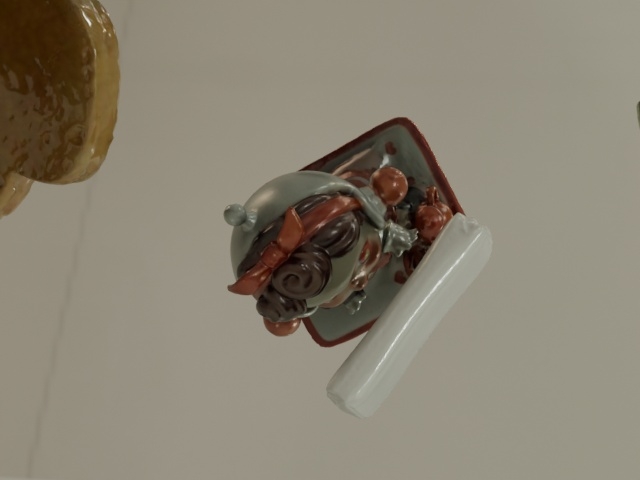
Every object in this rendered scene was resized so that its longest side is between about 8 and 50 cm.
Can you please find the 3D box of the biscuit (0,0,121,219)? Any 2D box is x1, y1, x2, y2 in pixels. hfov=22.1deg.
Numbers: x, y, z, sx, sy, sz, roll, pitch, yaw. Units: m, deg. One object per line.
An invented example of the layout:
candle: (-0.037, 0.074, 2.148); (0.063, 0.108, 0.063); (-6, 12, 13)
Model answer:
biscuit: (-0.311, -0.145, 1.394); (0.051, 0.376, 0.269); (-5, 108, -55)

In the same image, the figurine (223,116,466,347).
figurine: (0.000, 0.000, 1.370); (0.160, 0.183, 0.226); (63, 20, 7)

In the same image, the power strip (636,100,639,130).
power strip: (0.418, -0.040, 1.742); (0.367, 0.106, 0.043); (59, 25, -51)

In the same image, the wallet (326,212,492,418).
wallet: (0.074, 0.060, 1.314); (0.190, 0.033, 0.095); (-53, 163, -6)
